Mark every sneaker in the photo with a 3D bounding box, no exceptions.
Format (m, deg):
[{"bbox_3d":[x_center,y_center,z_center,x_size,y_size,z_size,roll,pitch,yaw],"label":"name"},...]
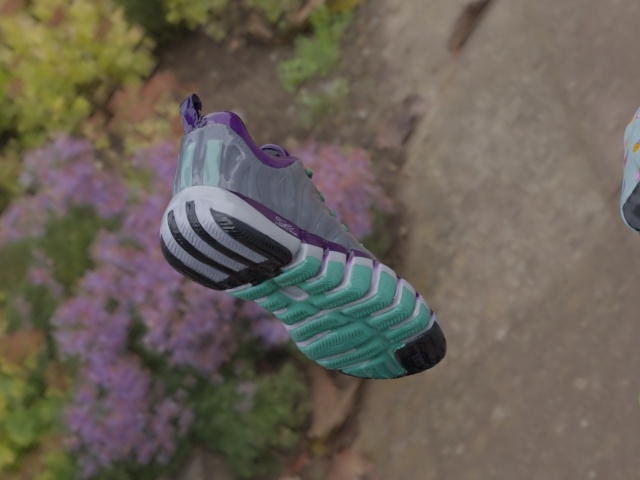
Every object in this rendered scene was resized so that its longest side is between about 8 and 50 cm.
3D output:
[{"bbox_3d":[0.000,0.000,1.015,0.083,0.223,0.098,-20,54,29],"label":"sneaker"}]

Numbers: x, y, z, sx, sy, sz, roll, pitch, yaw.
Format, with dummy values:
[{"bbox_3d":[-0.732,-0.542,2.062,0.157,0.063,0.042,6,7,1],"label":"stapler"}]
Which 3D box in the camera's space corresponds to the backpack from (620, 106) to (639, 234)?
[{"bbox_3d":[0.369,-0.081,1.685,0.188,0.166,0.144,-81,10,-54],"label":"backpack"}]
